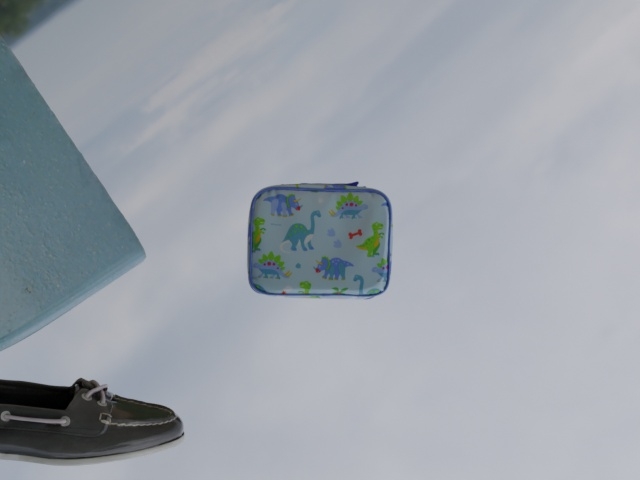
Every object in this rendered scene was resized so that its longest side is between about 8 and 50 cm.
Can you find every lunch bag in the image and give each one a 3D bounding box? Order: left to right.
[{"bbox_3d":[0.000,0.000,1.766,0.219,0.176,0.090,1,177,-3],"label":"lunch bag"}]

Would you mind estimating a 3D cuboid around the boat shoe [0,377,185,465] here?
[{"bbox_3d":[-0.316,0.186,1.292,0.335,0.095,0.112,0,-172,-8],"label":"boat shoe"}]

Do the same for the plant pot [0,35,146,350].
[{"bbox_3d":[-0.362,0.002,1.036,0.248,0.247,0.252,-15,-158,49],"label":"plant pot"}]
